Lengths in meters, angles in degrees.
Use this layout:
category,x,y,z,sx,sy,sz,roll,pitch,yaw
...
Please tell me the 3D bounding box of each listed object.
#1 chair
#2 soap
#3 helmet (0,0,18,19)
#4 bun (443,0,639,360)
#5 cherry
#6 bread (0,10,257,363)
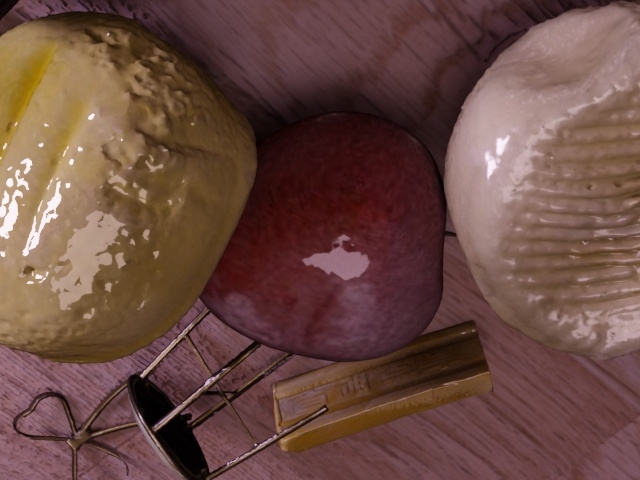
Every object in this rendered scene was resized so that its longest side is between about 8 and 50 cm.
category,x,y,z,sx,sy,sz,roll,pitch,yaw
chair,-0.167,0.201,1.649,0.325,0.170,0.160,-35,123,8
soap,0.066,0.167,1.691,0.252,0.092,0.037,-18,126,4
helmet,-0.305,-0.318,1.246,0.225,0.305,0.177,42,88,-5
bun,0.285,-0.069,1.478,0.348,0.227,0.353,-7,113,-8
cherry,0.000,0.000,1.495,0.307,0.221,0.261,-1,125,-3
bread,-0.226,-0.050,1.384,0.237,0.320,0.320,26,117,-38
